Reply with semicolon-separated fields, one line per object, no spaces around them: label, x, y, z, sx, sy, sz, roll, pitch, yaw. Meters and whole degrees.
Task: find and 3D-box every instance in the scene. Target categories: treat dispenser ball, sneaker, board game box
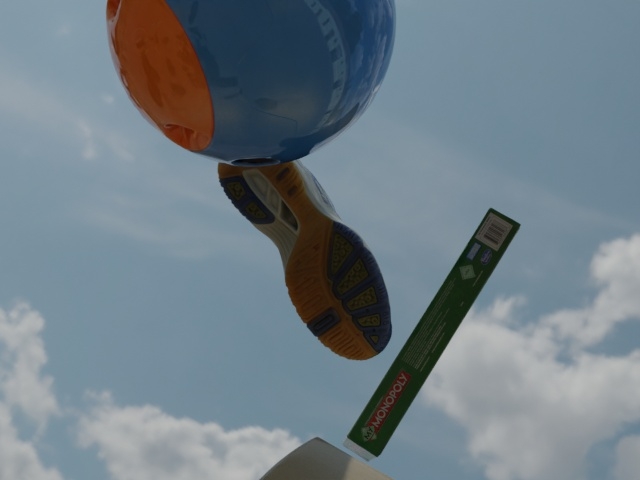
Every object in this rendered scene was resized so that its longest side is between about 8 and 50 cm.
treat dispenser ball;-0.068;-0.217;1.122;0.288;0.288;0.288;17;-37;14
sneaker;0.000;0.000;1.324;0.112;0.131;0.296;-32;-95;13
board game box;0.131;0.124;1.389;0.046;0.317;0.213;32;-11;6

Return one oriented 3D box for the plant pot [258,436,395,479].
plant pot;-0.008;0.243;0.946;0.109;0.096;0.109;23;-72;37
